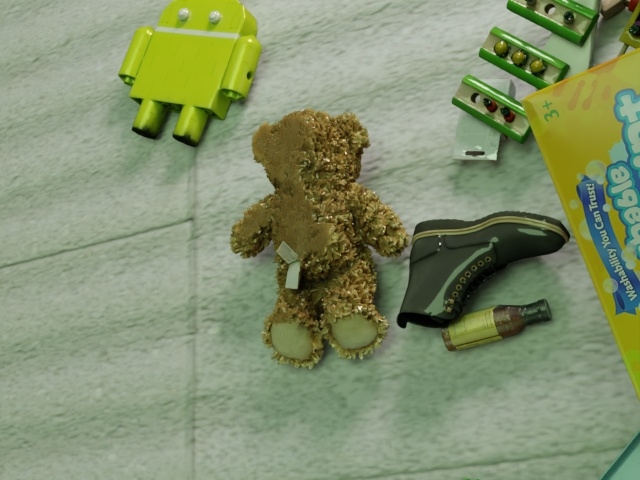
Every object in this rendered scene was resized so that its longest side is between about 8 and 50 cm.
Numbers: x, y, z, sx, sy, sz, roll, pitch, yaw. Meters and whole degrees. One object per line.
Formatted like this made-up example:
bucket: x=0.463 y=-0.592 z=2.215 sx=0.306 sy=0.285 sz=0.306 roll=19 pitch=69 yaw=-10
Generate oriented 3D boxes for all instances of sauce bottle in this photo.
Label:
sauce bottle: x=0.208 y=0.098 z=1.112 sx=0.128 sy=0.042 sz=0.042 roll=-16 pitch=64 yaw=19

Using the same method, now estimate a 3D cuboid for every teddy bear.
teddy bear: x=0.000 y=0.000 z=1.230 sx=0.245 sy=0.113 sz=0.338 roll=-33 pitch=64 yaw=26

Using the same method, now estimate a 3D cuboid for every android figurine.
android figurine: x=-0.198 y=-0.283 z=1.461 sx=0.248 sy=0.056 sz=0.272 roll=14 pitch=80 yaw=31

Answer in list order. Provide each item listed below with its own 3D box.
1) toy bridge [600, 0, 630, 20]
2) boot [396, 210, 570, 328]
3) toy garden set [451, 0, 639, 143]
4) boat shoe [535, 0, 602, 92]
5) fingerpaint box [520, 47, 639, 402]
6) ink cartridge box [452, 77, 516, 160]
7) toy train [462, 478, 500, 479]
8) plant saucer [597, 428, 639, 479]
toy bridge: x=0.416 y=-0.239 z=1.143 sx=0.063 sy=0.026 sz=0.188 roll=-34 pitch=59 yaw=10
boot: x=0.189 y=0.044 z=1.109 sx=0.198 sy=0.077 sz=0.137 roll=-8 pitch=52 yaw=39
toy garden set: x=0.294 y=-0.226 z=1.120 sx=0.204 sy=0.049 sz=0.244 roll=35 pitch=105 yaw=25
boat shoe: x=0.314 y=-0.252 z=1.176 sx=0.066 sy=0.063 sz=0.184 roll=8 pitch=92 yaw=29
fingerpaint box: x=0.440 y=0.006 z=0.835 sx=0.371 sy=0.163 sz=0.444 roll=-21 pitch=87 yaw=24
ink cartridge box: x=0.211 y=-0.152 z=1.214 sx=0.063 sy=0.029 sz=0.115 roll=4 pitch=74 yaw=28
toy train: x=0.197 y=0.282 z=1.061 sx=0.083 sy=0.017 sz=0.023 roll=-4 pitch=80 yaw=26
plant saucer: x=0.326 y=0.272 z=0.997 sx=0.067 sy=0.018 sz=0.192 roll=40 pitch=90 yaw=33
